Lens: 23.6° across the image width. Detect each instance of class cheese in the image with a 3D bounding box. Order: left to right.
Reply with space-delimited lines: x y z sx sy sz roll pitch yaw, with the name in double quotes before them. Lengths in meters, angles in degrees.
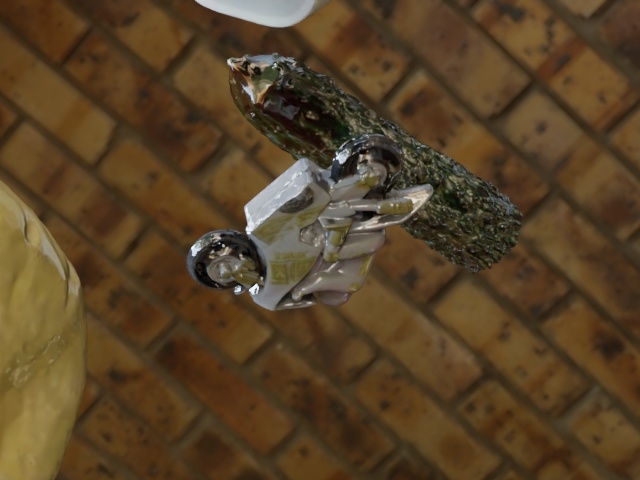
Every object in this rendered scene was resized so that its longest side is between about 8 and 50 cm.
"cheese" -0.216 0.068 0.764 0.214 0.117 0.226 54 -133 -51

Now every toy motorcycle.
"toy motorcycle" 0.000 0.000 1.385 0.152 0.225 0.073 45 -161 -38

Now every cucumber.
"cucumber" 0.052 -0.084 1.502 0.359 0.096 0.096 32 -153 -34

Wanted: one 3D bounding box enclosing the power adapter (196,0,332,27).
"power adapter" -0.022 -0.268 1.142 0.124 0.187 0.255 17 -151 17
